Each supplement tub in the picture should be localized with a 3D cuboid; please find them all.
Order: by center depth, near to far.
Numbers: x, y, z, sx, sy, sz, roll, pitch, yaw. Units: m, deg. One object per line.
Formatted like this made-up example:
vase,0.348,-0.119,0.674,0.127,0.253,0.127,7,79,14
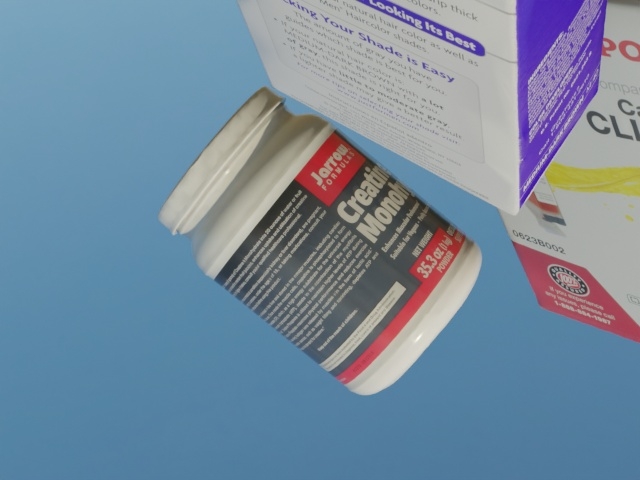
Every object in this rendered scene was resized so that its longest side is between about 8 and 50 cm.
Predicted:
supplement tub,0.000,0.000,1.170,0.272,0.191,0.191,39,-139,-2

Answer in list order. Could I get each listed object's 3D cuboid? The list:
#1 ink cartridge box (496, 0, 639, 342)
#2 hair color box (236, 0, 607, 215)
ink cartridge box,0.258,-0.089,0.940,0.160,0.384,0.279,-46,-141,-20
hair color box,0.042,-0.154,0.596,0.185,0.339,0.110,30,-102,18
